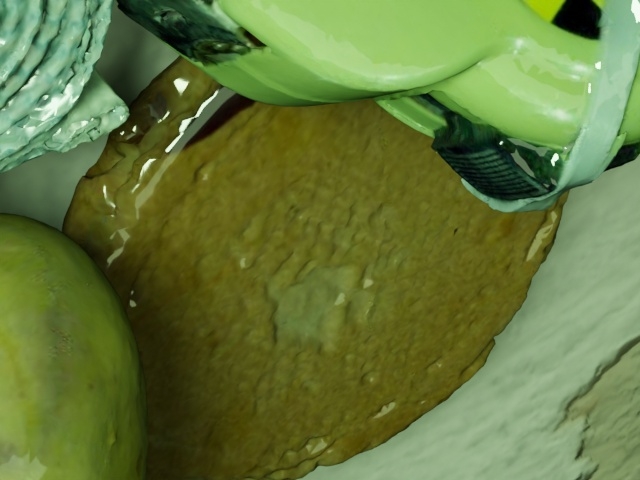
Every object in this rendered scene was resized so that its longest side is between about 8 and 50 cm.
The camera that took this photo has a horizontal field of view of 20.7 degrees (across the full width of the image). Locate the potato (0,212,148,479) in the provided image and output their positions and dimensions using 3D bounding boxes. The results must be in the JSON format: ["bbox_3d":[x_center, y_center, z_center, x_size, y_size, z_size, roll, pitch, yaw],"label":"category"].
[{"bbox_3d":[-0.131,0.083,0.506,0.154,0.137,0.200,15,79,-10],"label":"potato"}]

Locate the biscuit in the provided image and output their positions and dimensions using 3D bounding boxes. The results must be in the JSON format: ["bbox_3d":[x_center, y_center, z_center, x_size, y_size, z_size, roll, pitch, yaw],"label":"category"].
[{"bbox_3d":[0.000,0.000,0.634,0.226,0.042,0.226,-21,132,-25],"label":"biscuit"}]

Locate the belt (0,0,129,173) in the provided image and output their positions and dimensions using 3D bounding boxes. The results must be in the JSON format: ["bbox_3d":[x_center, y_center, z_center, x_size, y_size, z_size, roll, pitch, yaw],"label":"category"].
[{"bbox_3d":[-0.136,-0.072,0.450,0.163,0.082,0.147,-21,136,-22],"label":"belt"}]

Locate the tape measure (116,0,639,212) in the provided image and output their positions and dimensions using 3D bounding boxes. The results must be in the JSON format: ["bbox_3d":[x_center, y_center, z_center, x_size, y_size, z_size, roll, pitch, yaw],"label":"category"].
[{"bbox_3d":[0.061,-0.106,0.529,0.175,0.106,0.200,34,75,-21],"label":"tape measure"}]
